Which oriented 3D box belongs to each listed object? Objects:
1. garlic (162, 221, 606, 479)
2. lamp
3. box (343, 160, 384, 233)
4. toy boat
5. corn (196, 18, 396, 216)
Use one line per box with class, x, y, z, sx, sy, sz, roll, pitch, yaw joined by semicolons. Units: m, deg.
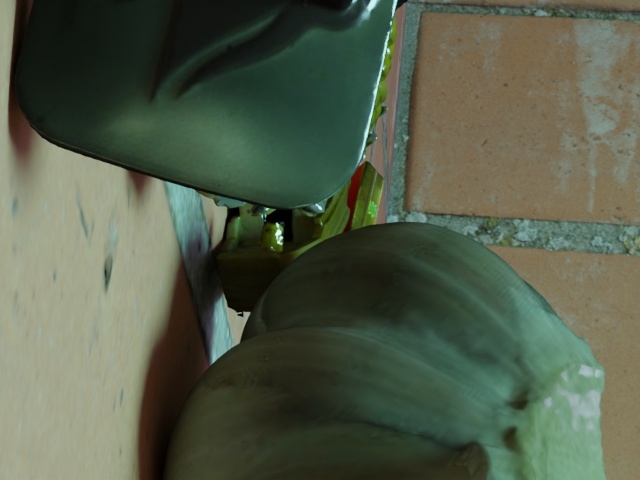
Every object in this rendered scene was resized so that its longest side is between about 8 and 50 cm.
garlic;0.032;0.124;0.803;0.210;0.292;0.237;-41;110;-45
lamp;-0.050;-0.038;0.395;0.283;0.124;0.203;13;90;-82
box;0.000;0.000;1.121;0.023;0.090;0.133;49;21;-15
toy boat;-0.024;-0.018;0.970;0.226;0.068;0.088;-57;145;-73
corn;-0.026;-0.141;0.611;0.318;0.115;0.115;87;8;-45
